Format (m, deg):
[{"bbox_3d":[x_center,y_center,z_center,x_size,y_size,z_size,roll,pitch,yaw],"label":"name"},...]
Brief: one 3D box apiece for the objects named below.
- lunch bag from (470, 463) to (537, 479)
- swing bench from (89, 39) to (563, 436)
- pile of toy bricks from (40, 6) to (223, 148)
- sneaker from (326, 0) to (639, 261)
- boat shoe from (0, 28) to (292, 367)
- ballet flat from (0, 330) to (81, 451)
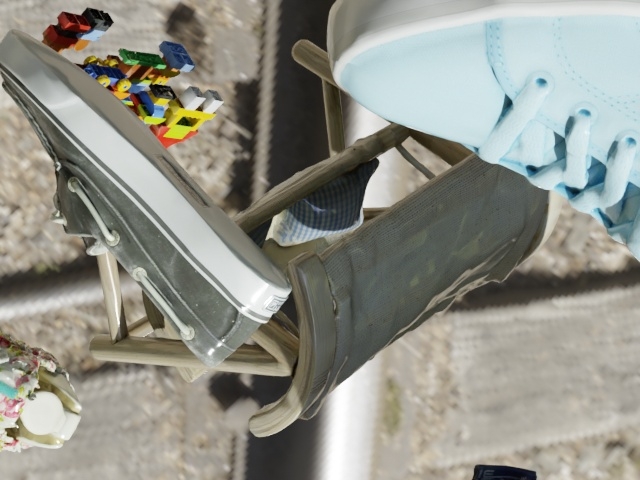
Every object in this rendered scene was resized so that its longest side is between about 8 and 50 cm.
[{"bbox_3d":[0.200,0.222,1.031,0.243,0.303,0.115,7,97,-25],"label":"lunch bag"},{"bbox_3d":[0.000,0.000,1.227,0.253,0.254,0.165,-31,127,-36],"label":"swing bench"},{"bbox_3d":[-0.209,-0.148,1.749,0.105,0.118,0.212,-43,156,24],"label":"pile of toy bricks"},{"bbox_3d":[0.177,-0.033,0.821,0.366,0.135,0.150,10,67,-1],"label":"sneaker"},{"bbox_3d":[-0.114,-0.025,0.965,0.070,0.219,0.078,-46,167,10],"label":"boat shoe"},{"bbox_3d":[-0.213,0.118,1.253,0.077,0.241,0.091,26,85,9],"label":"ballet flat"}]
